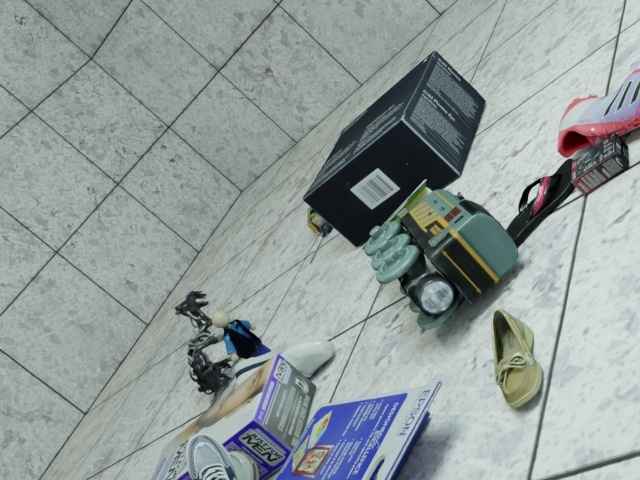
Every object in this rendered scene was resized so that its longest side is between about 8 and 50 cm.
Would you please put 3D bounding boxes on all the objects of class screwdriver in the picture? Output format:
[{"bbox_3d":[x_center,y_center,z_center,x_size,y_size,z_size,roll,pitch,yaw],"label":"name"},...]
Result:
[{"bbox_3d":[0.000,0.000,2.156,0.025,0.024,0.170,2,47,35],"label":"screwdriver"}]

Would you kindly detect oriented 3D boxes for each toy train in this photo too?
[{"bbox_3d":[0.182,0.014,1.275,0.190,0.142,0.334,-41,12,6],"label":"toy train"}]

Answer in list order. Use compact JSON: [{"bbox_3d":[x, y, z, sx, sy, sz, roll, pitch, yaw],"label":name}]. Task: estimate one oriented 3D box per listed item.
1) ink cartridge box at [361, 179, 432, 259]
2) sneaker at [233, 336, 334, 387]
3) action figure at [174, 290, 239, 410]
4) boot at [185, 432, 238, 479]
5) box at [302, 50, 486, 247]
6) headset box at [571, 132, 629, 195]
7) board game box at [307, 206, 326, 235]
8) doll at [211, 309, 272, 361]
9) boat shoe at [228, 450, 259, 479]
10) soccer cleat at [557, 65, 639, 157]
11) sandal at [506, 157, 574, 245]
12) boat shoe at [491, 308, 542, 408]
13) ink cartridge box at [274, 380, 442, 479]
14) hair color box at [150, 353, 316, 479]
[{"bbox_3d":[0.154,-0.027,1.516,0.171,0.056,0.235,-47,-3,2],"label":"ink cartridge box"},{"bbox_3d":[-0.065,0.254,1.529,0.235,0.090,0.094,-31,49,32],"label":"sneaker"},{"bbox_3d":[-0.258,0.256,1.940,0.141,0.275,0.164,-15,-24,-16],"label":"action figure"},{"bbox_3d":[-0.149,0.356,1.198,0.069,0.190,0.086,-21,-32,-18],"label":"boot"},{"bbox_3d":[0.171,-0.206,1.846,0.343,0.179,0.312,-36,19,41],"label":"box"},{"bbox_3d":[0.394,-0.107,1.159,0.083,0.032,0.062,-40,15,35],"label":"headset box"},{"bbox_3d":[0.025,-0.100,2.302,0.141,0.048,0.170,-47,13,12],"label":"board game box"},{"bbox_3d":[-0.147,0.209,1.652,0.046,0.189,0.129,-41,15,29],"label":"doll"},{"bbox_3d":[-0.205,0.454,1.243,0.113,0.103,0.302,22,74,39],"label":"boat shoe"},{"bbox_3d":[0.432,-0.180,1.173,0.095,0.083,0.248,-67,16,-11],"label":"soccer cleat"},{"bbox_3d":[0.324,-0.059,1.228,0.179,0.040,0.067,-49,12,-1],"label":"sandal"},{"bbox_3d":[0.226,0.138,0.963,0.056,0.048,0.153,-41,15,29],"label":"boat shoe"},{"bbox_3d":[0.019,0.333,1.038,0.307,0.072,0.303,-25,25,56],"label":"ink cartridge box"},{"bbox_3d":[-0.168,0.369,1.446,0.339,0.110,0.185,-40,14,26],"label":"hair color box"}]
